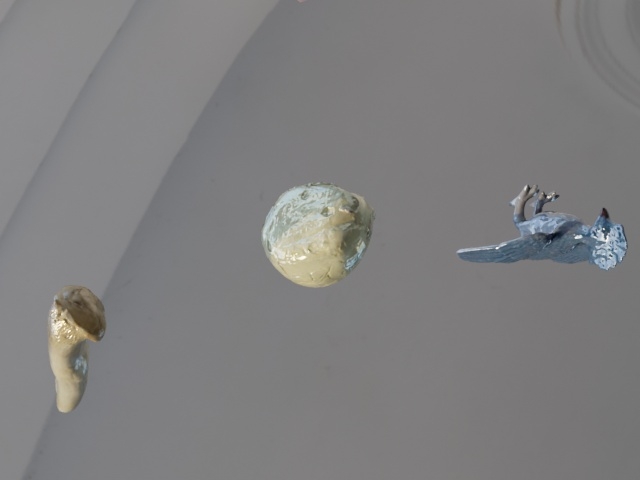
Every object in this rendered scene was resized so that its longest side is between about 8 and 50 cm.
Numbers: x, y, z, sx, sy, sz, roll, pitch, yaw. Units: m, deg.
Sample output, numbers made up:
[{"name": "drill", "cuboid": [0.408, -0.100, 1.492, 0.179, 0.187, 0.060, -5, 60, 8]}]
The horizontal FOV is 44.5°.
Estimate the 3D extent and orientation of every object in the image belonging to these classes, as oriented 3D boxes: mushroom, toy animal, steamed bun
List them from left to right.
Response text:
[{"name": "mushroom", "cuboid": [-0.255, 0.119, 0.805, 0.055, 0.202, 0.059, 4, -131, -18]}, {"name": "steamed bun", "cuboid": [0.000, 0.000, 0.877, 0.091, 0.130, 0.112, 49, -129, -44]}, {"name": "toy animal", "cuboid": [0.336, 0.003, 1.168, 0.239, 0.255, 0.176, 4, -123, -26]}]
